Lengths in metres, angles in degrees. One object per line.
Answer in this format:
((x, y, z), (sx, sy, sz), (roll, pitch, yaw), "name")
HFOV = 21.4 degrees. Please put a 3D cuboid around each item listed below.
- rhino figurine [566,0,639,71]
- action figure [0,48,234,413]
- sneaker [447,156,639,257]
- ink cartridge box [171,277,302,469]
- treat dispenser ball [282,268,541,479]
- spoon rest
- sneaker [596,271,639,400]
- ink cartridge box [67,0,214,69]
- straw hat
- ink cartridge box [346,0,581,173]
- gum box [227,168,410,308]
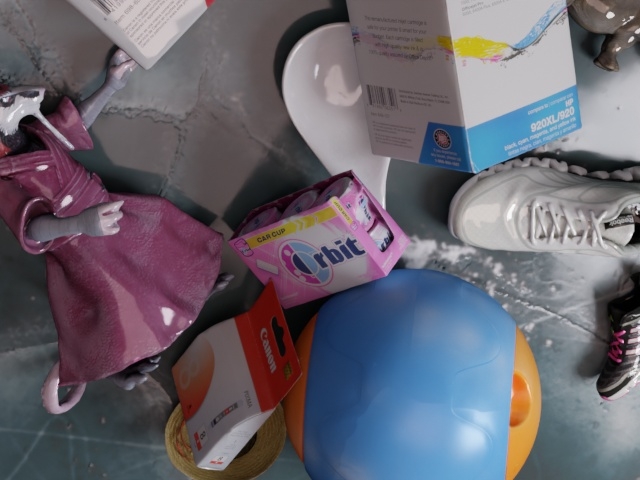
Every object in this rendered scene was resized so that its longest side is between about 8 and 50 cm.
((0.337, -0.242, 1.885), (0.243, 0.073, 0.106), (22, 97, -19), "rhino figurine")
((-0.276, -0.034, 1.837), (0.275, 0.248, 0.370), (-28, 115, 31), "action figure")
((0.292, -0.030, 1.932), (0.292, 0.118, 0.110), (-3, 112, -6), "sneaker")
((-0.097, 0.149, 1.893), (0.045, 0.145, 0.179), (11, 131, -31), "ink cartridge box")
((0.102, 0.176, 1.883), (0.288, 0.288, 0.288), (-3, 110, -8), "treat dispenser ball")
((0.038, -0.108, 1.883), (0.137, 0.084, 0.276), (-12, 112, -4), "spoon rest")
((0.367, 0.109, 2.022), (0.074, 0.063, 0.170), (27, 99, -17), "sneaker")
((-0.215, -0.345, 1.743), (0.197, 0.114, 0.273), (-45, 110, 9), "ink cartridge box")
((-0.108, 0.236, 1.993), (0.144, 0.144, 0.061), (-16, 149, -3), "straw hat")
((0.149, -0.214, 1.785), (0.168, 0.171, 0.233), (-23, 113, -31), "ink cartridge box")
((0.000, 0.000, 1.866), (0.188, 0.062, 0.107), (-20, 116, 47), "gum box")
